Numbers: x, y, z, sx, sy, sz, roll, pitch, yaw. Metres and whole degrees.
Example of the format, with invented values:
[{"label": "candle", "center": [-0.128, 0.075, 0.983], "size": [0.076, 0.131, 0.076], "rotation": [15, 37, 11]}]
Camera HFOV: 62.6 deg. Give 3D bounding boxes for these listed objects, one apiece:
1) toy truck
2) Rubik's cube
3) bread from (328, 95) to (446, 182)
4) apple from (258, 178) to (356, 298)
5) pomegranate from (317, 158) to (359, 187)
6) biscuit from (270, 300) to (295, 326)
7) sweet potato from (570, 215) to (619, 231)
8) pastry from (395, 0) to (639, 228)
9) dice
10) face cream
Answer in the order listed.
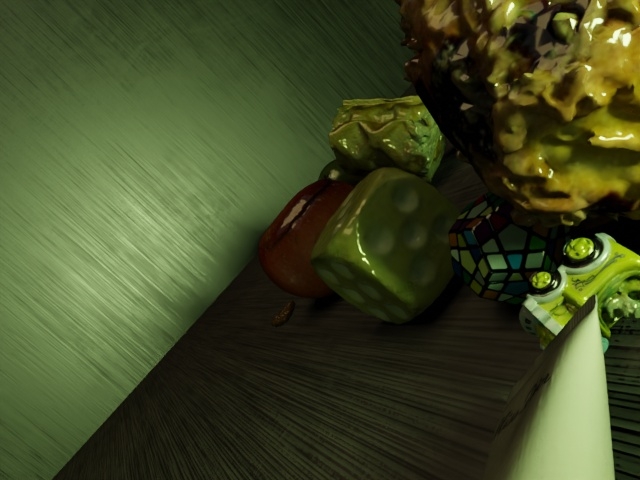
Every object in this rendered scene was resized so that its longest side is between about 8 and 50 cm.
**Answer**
[{"label": "toy truck", "center": [0.230, 0.055, 0.449], "size": [0.111, 0.076, 0.077], "rotation": [-45, 31, 5]}, {"label": "Rubik's cube", "center": [0.208, 0.005, 0.581], "size": [0.133, 0.133, 0.112], "rotation": [-35, 39, 43]}, {"label": "bread", "center": [0.159, -0.241, 1.254], "size": [0.252, 0.196, 0.238], "rotation": [3, 39, 22]}, {"label": "apple", "center": [0.000, 0.000, 1.155], "size": [0.272, 0.206, 0.251], "rotation": [-47, 0, -24]}, {"label": "pomegranate", "center": [0.087, -0.125, 1.413], "size": [0.181, 0.181, 0.224], "rotation": [-44, 37, 7]}, {"label": "biscuit", "center": [-0.094, 0.186, 1.301], "size": [0.082, 0.016, 0.092], "rotation": [-45, 9, 1]}, {"label": "sweet potato", "center": [0.276, -0.057, 0.647], "size": [0.055, 0.058, 0.202], "rotation": [-27, 25, -5]}, {"label": "pastry", "center": [0.239, -0.203, 0.505], "size": [0.337, 0.292, 0.405], "rotation": [2, 57, 18]}, {"label": "dice", "center": [0.098, 0.008, 0.778], "size": [0.169, 0.169, 0.166], "rotation": [-57, 8, -21]}, {"label": "face cream", "center": [0.134, 0.173, 0.318], "size": [0.314, 0.089, 0.143], "rotation": [-52, -17, -50]}]
